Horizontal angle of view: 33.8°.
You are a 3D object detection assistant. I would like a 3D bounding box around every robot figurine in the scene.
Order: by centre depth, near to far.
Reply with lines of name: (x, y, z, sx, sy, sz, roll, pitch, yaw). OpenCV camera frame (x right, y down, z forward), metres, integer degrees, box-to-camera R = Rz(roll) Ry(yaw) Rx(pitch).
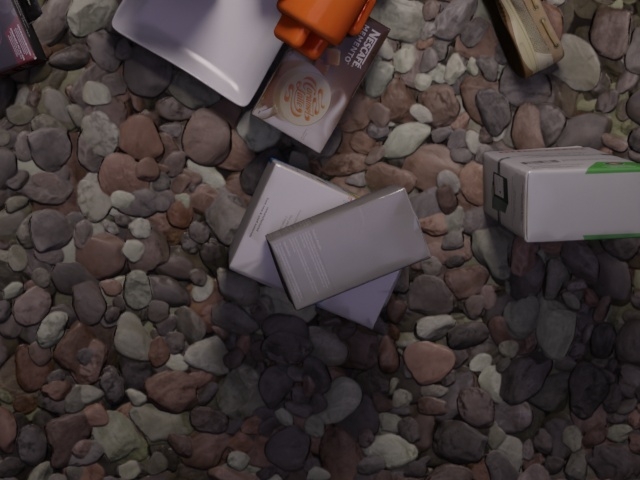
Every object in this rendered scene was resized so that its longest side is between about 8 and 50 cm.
robot figurine: (0.014, -0.406, 1.714, 0.158, 0.128, 0.219, 31, 98, -4)

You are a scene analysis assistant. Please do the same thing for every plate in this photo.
plate: (-0.179, -0.419, 1.836, 0.278, 0.045, 0.277, 31, 95, -9)

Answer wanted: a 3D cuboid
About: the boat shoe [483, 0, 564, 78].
boat shoe: (0.342, -0.439, 1.847, 0.098, 0.109, 0.302, -25, 106, -2)

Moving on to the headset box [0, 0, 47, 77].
headset box: (-0.617, -0.364, 1.775, 0.293, 0.110, 0.218, -21, 99, -1)

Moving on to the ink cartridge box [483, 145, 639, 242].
ink cartridge box: (0.415, -0.085, 1.814, 0.211, 0.289, 0.121, -3, 102, -4)

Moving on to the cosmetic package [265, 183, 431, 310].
cosmetic package: (0.043, 0.008, 1.693, 0.238, 0.107, 0.127, -20, 99, -5)

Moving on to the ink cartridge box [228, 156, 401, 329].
ink cartridge box: (0.000, 0.000, 1.838, 0.270, 0.198, 0.197, 24, 95, -9)

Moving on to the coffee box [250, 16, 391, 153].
coffee box: (-0.002, -0.294, 1.842, 0.141, 0.098, 0.246, 30, 95, -8)
